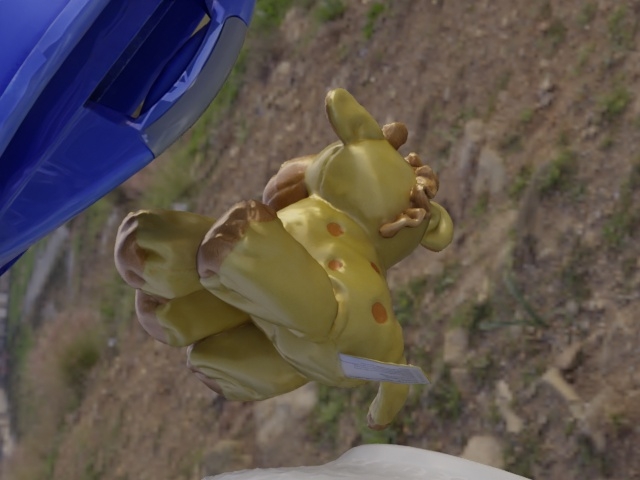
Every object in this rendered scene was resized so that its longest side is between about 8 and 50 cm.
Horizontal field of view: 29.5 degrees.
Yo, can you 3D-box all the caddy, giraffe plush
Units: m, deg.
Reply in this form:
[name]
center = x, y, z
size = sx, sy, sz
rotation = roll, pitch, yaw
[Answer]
[caddy]
center = -0.131, -0.124, 0.643
size = 0.341, 0.179, 0.241
rotation = -57, 3, -19
[giraffe plush]
center = 0.000, 0.000, 0.774
size = 0.181, 0.210, 0.170
rotation = 75, -145, -51

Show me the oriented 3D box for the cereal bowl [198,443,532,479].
[cereal bowl]
center = 0.063, 0.186, 0.535
size = 0.339, 0.339, 0.141
rotation = -20, 43, 62
